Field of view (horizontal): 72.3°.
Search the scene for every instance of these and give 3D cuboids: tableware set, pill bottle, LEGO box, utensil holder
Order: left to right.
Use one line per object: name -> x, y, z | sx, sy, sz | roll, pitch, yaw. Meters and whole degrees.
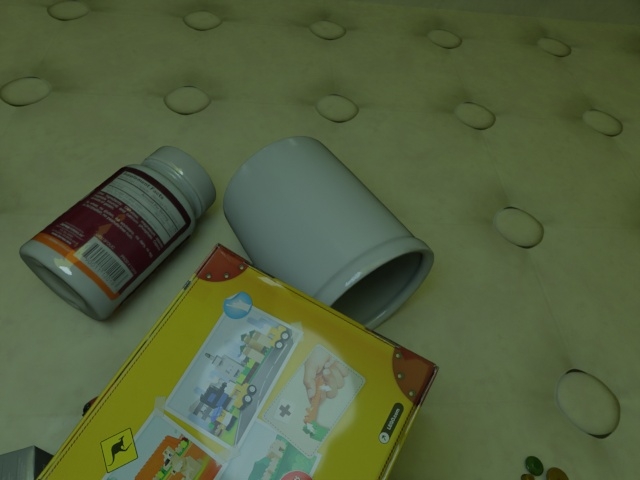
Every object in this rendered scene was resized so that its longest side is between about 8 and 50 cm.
pill bottle -> -0.437, -0.033, 1.006 | 0.224, 0.224, 0.392 | 28, 56, 12
LEGO box -> -0.122, 0.313, 0.608 | 0.373, 0.193, 0.500 | 27, 68, 16
utensil holder -> 0.000, 0.000, 0.982 | 0.328, 0.327, 0.385 | -26, 60, -23
tableware set -> 0.470, 0.509, 0.866 | 0.154, 0.024, 0.104 | 33, 54, 17

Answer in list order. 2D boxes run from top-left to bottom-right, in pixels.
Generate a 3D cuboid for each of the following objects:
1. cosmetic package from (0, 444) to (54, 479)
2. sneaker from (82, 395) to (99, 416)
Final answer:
cosmetic package -> -0.575, 0.431, 0.718 | 0.238, 0.127, 0.107 | -14, 57, -15
sneaker -> -0.305, 0.305, 0.824 | 0.276, 0.097, 0.135 | -2, 30, 23
